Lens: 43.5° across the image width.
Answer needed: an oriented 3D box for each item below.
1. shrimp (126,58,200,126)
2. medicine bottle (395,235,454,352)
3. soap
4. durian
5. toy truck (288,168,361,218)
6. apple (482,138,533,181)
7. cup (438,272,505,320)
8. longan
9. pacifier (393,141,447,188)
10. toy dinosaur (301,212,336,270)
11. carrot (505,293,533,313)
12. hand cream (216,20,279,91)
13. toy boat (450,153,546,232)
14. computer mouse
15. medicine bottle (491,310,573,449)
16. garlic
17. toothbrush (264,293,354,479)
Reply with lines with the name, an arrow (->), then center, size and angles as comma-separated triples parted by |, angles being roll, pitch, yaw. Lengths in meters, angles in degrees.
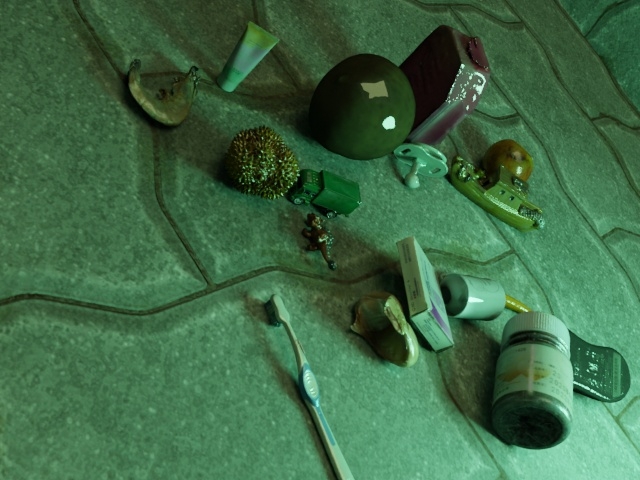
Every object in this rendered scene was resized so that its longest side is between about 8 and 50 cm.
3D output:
shrimp -> -0.325, -0.322, 1.660 | 0.152, 0.046, 0.219 | 38, 40, -15
medicine bottle -> 0.218, 0.114, 1.707 | 0.171, 0.052, 0.201 | 53, 23, -46
soap -> 0.289, -0.383, 2.047 | 0.127, 0.325, 0.220 | 9, 53, -42
durian -> -0.119, -0.156, 1.639 | 0.158, 0.137, 0.168 | 49, 20, -28
toy truck -> 0.006, -0.102, 1.740 | 0.147, 0.079, 0.065 | 19, 46, -27
apple -> 0.537, -0.219, 2.284 | 0.146, 0.146, 0.146 | 24, 43, -25
cup -> 0.337, 0.115, 1.832 | 0.133, 0.099, 0.136 | 9, 52, -36
longan -> 0.097, -0.309, 1.869 | 0.258, 0.258, 0.258 | 24, 43, -25
pacifier -> 0.250, -0.185, 2.023 | 0.150, 0.126, 0.117 | 34, 64, -25
toy dinosaur -> 0.000, 0.000, 1.668 | 0.055, 0.049, 0.154 | 11, 45, -40
carrot -> 0.471, 0.157, 1.968 | 0.190, 0.037, 0.037 | 24, 43, -27
hand cream -> -0.168, -0.401, 1.766 | 0.076, 0.174, 0.047 | 28, 42, -23
toy boat -> 0.482, -0.132, 2.166 | 0.321, 0.121, 0.089 | 32, 46, -18
computer mouse -> 0.628, 0.310, 1.935 | 0.264, 0.088, 0.147 | 26, 59, -24
medicine bottle -> 0.458, 0.297, 1.729 | 0.165, 0.165, 0.273 | 35, 39, -13
garlic -> 0.135, 0.177, 1.610 | 0.124, 0.099, 0.174 | 7, 54, -63
toothbrush -> -0.016, 0.267, 1.426 | 0.040, 0.040, 0.386 | -4, 60, -44
